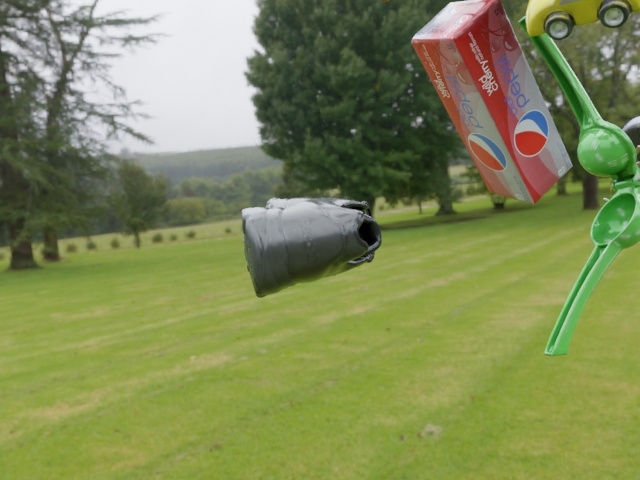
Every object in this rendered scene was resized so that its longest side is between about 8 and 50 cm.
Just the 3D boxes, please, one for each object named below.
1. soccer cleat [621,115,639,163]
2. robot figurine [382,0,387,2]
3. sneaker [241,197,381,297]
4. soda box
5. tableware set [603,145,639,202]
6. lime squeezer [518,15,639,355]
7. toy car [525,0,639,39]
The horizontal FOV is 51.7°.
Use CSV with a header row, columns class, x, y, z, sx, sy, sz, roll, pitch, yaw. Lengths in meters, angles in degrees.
class,x,y,z,sx,sy,sz,roll,pitch,yaw
soccer cleat,0.623,-0.090,1.165,0.121,0.289,0.093,-29,3,-43
robot figurine,0.062,-0.562,1.127,0.085,0.211,0.291,-15,-31,28
sneaker,0.000,0.000,0.716,0.130,0.109,0.286,-10,7,4
soda box,0.224,-0.174,0.852,0.083,0.263,0.092,-43,29,-11
tableware set,0.483,-0.079,0.959,0.104,0.154,0.024,34,68,20
lime squeezer,0.243,-0.054,0.610,0.110,0.310,0.059,-3,-5,0
toy car,0.277,-0.195,0.458,0.239,0.053,0.225,-27,34,12
